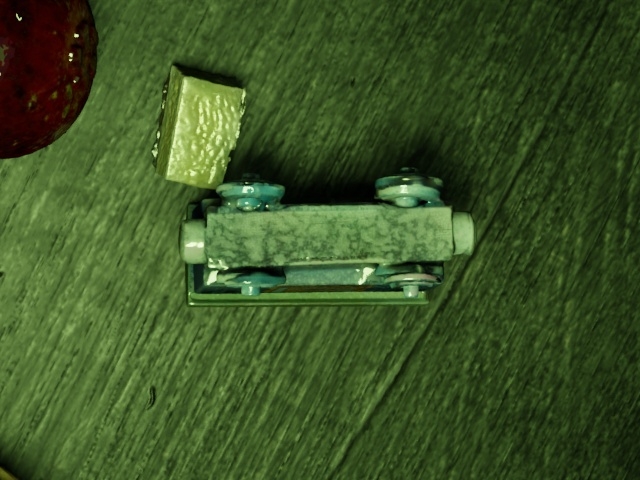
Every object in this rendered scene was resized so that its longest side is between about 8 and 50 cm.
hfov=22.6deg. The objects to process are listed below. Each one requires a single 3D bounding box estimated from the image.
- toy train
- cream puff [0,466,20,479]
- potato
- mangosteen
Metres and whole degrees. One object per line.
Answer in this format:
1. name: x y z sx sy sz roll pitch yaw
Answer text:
1. toy train: 0.000 0.000 1.632 0.299 0.202 0.131 1 83 -11
2. cream puff: -0.407 0.368 1.588 0.343 0.231 0.327 26 77 -16
3. potato: -0.125 -0.114 1.658 0.086 0.061 0.122 10 98 -15
4. mangosteen: -0.343 -0.189 1.537 0.257 0.215 0.215 9 98 11
